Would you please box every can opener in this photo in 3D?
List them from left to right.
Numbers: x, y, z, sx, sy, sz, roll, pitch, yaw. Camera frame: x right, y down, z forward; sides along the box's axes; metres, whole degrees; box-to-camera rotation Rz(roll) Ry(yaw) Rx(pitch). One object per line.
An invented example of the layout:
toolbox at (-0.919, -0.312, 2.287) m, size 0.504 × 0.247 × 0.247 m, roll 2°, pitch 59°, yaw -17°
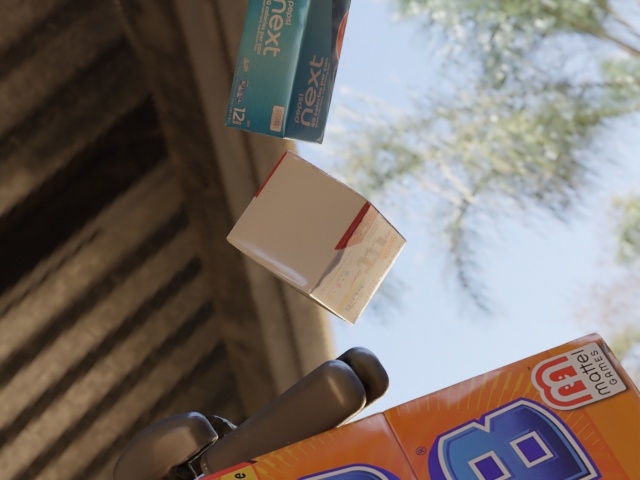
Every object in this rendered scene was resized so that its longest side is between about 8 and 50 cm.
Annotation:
can opener at (-0.071, 0.154, 1.295) m, size 0.283 × 0.095 × 0.076 m, roll -39°, pitch -9°, yaw 33°

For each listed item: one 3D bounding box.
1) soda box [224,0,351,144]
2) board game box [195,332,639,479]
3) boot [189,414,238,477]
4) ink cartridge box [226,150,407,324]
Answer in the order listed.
soda box at (-0.021, -0.196, 1.438) m, size 0.071 × 0.067 × 0.210 m, roll 5°, pitch -82°, yaw -59°
board game box at (0.130, 0.357, 1.174) m, size 0.356 × 0.356 × 0.357 m, roll -19°, pitch -48°, yaw -7°
boot at (-0.091, 0.300, 1.594) m, size 0.178 × 0.085 × 0.236 m, roll 26°, pitch -101°, yaw -57°
ink cartridge box at (0.000, 0.000, 1.874) m, size 0.128 × 0.127 × 0.176 m, roll -57°, pitch -22°, yaw -3°
